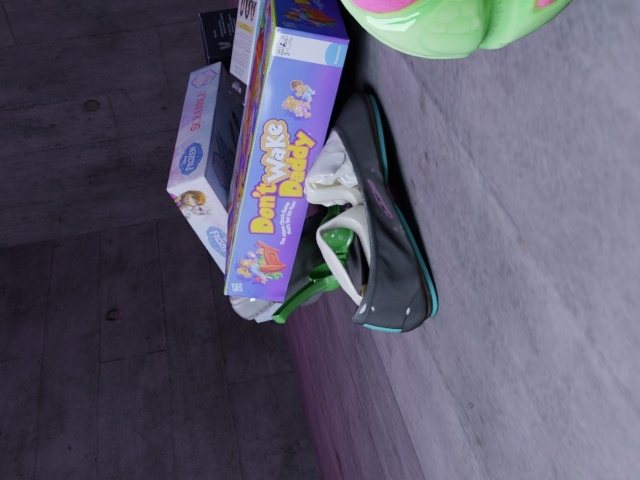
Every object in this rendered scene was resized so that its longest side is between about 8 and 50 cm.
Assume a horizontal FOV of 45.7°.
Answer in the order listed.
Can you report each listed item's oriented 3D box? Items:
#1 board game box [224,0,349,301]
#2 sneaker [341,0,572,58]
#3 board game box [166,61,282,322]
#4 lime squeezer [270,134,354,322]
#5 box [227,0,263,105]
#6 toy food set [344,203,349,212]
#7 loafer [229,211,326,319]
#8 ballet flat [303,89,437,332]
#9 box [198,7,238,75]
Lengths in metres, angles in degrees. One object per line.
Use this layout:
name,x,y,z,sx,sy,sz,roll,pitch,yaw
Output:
board game box,-0.053,-0.133,0.939,0.233,0.078,0.347,-98,19,-55
sneaker,0.004,-0.319,0.303,0.202,0.185,0.482,-128,30,-67
board game box,-0.137,-0.082,1.275,0.318,0.066,0.318,-91,-20,-47
lime squeezer,0.000,0.000,1.080,0.059,0.110,0.310,-21,44,45
box,-0.078,-0.321,1.093,0.100,0.060,0.244,-132,49,-58
toy food set,0.036,-0.062,1.052,0.078,0.019,0.122,90,168,-54
loafer,-0.037,0.050,1.151,0.111,0.112,0.319,60,-153,-7
ballet flat,0.038,-0.038,0.773,0.095,0.096,0.280,95,163,-60
box,-0.141,-0.367,1.447,0.093,0.158,0.156,88,170,-48
